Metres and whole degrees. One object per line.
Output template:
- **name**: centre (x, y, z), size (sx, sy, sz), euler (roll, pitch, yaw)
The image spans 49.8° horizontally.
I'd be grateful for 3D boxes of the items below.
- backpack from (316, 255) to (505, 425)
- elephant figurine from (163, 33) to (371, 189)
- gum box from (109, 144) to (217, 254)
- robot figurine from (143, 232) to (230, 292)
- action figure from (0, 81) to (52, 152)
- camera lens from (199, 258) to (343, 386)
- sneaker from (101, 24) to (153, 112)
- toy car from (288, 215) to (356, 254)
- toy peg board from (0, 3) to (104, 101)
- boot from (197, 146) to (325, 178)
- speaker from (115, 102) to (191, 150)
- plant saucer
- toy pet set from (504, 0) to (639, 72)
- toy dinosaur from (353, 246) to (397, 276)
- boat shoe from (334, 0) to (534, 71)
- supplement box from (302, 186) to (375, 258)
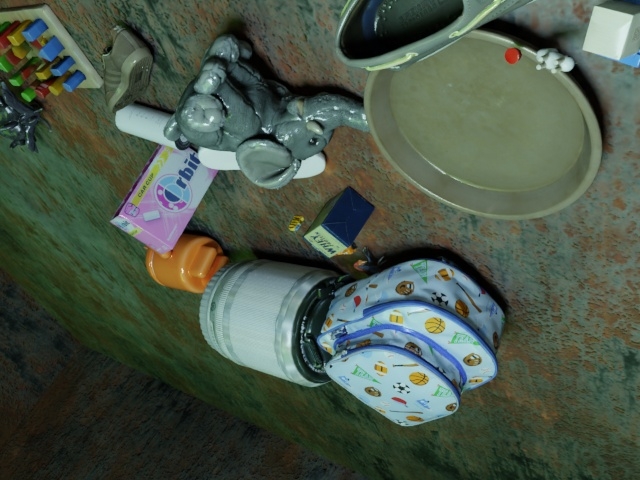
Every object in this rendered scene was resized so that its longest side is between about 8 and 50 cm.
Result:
- **backpack**: centre (0.150, 0.155, 1.097), size (0.276, 0.213, 0.263), euler (34, 133, -20)
- **elephant figurine**: centre (-0.064, -0.154, 0.926), size (0.239, 0.169, 0.186), euler (26, -174, -20)
- **gum box**: centre (-0.269, -0.085, 1.211), size (0.107, 0.188, 0.062), euler (36, 154, -21)
- **robot figurine**: centre (-0.300, 0.046, 1.521), size (0.219, 0.158, 0.128), euler (6, 104, 42)
- **action figure**: centre (-0.667, -0.261, 1.411), size (0.276, 0.141, 0.164), euler (-3, 134, 10)
- **camera lens**: centre (-0.075, 0.153, 1.348), size (0.274, 0.219, 0.219), euler (8, 143, 40)
- **sneaker**: centre (-0.315, -0.274, 1.100), size (0.071, 0.066, 0.188), euler (55, 147, -1)
- **toy car**: centre (0.000, 0.000, 1.212), size (0.122, 0.040, 0.060), euler (16, 148, 30)
- **toy peg board**: centre (-0.489, -0.311, 1.189), size (0.161, 0.079, 0.161), euler (11, 146, 37)
- **boot**: centre (-0.086, -0.150, 1.040), size (0.190, 0.086, 0.069), euler (6, 145, -8)
- **speaker**: centre (-0.284, -0.197, 1.180), size (0.136, 0.055, 0.055), euler (19, 150, 25)
- **plant saucer**: centre (0.181, -0.131, 0.787), size (0.278, 0.041, 0.278), euler (24, 150, 15)
- **toy pet set**: centre (0.238, -0.207, 0.608), size (0.114, 0.065, 0.122), euler (32, 133, 34)
- **toy dinosaur**: centre (0.095, 0.054, 1.166), size (0.082, 0.090, 0.047), euler (-5, 179, -25)
- **boat shoe**: centre (0.126, -0.234, 0.591), size (0.305, 0.091, 0.109), euler (-26, 92, 52)
- **supplement box**: centre (0.028, -0.027, 1.089), size (0.056, 0.083, 0.083), euler (40, 154, -10)
